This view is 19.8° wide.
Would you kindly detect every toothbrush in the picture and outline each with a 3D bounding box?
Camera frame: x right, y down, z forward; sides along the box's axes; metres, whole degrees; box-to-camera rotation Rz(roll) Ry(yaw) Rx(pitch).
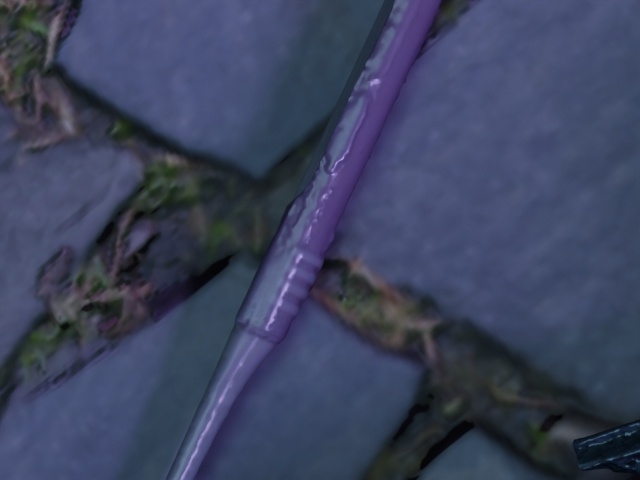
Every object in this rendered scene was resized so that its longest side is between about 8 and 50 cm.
[{"bbox_3d":[0.000,0.000,0.590,0.029,0.024,0.354,23,86,19],"label":"toothbrush"}]

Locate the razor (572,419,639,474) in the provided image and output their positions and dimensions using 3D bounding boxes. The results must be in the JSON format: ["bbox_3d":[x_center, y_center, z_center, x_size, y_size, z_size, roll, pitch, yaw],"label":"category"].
[{"bbox_3d":[0.132,0.136,0.506,0.066,0.033,0.190,-21,76,15],"label":"razor"}]
